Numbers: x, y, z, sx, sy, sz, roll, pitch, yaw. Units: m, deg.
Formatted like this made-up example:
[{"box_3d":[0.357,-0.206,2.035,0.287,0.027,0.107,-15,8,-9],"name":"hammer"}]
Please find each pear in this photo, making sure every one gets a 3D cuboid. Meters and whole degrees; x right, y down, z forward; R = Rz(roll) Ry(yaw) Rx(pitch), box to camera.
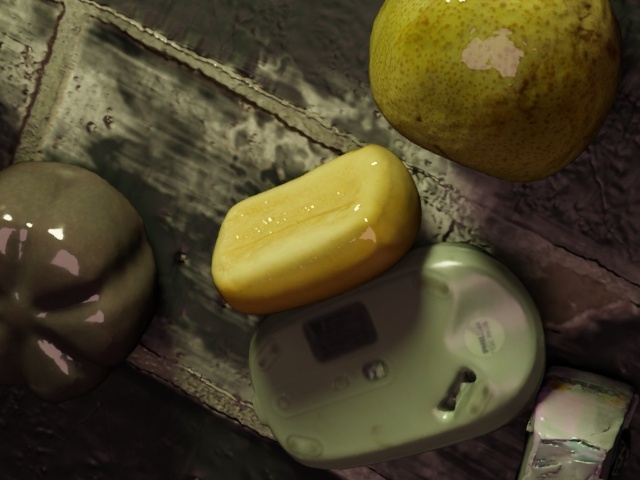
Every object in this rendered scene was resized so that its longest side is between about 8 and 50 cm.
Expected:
[{"box_3d":[0.157,-0.171,1.592,0.228,0.188,0.211,25,119,11],"name":"pear"}]

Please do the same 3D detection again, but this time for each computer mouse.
[{"box_3d":[0.075,0.117,1.786,0.331,0.095,0.197,-19,88,32],"name":"computer mouse"}]

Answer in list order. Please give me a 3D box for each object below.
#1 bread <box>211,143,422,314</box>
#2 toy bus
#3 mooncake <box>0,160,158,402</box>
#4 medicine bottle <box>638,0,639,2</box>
[{"box_3d":[0.000,0.000,1.744,0.217,0.147,0.098,-22,126,29],"name":"bread"},{"box_3d":[0.228,0.288,1.777,0.112,0.138,0.317,13,116,12],"name":"toy bus"},{"box_3d":[-0.288,0.045,1.864,0.245,0.133,0.245,9,120,15],"name":"mooncake"},{"box_3d":[0.366,-0.218,1.526,0.254,0.152,0.152,44,117,-1],"name":"medicine bottle"}]
